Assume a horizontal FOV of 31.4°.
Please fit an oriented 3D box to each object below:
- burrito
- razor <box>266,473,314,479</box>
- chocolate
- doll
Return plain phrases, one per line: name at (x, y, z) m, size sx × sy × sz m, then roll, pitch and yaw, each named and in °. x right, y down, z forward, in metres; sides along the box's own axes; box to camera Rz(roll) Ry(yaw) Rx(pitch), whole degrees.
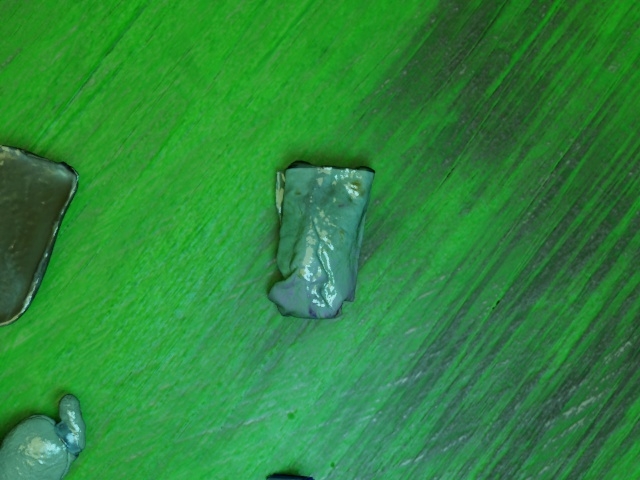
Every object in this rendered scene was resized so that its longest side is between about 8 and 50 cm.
burrito at (0.000, 0.000, 1.648) m, size 0.143 × 0.089 × 0.229 m, roll 5°, pitch 87°, yaw -1°
razor at (0.011, 0.489, 1.656) m, size 0.056 × 0.093 × 0.324 m, roll -19°, pitch 94°, yaw -39°
chocolate at (-0.450, -0.003, 1.619) m, size 0.161 × 0.083 × 0.262 m, roll 22°, pitch 82°, yaw 1°
doll at (-0.410, 0.311, 1.618) m, size 0.103 × 0.071 × 0.214 m, roll 42°, pitch 91°, yaw 0°
